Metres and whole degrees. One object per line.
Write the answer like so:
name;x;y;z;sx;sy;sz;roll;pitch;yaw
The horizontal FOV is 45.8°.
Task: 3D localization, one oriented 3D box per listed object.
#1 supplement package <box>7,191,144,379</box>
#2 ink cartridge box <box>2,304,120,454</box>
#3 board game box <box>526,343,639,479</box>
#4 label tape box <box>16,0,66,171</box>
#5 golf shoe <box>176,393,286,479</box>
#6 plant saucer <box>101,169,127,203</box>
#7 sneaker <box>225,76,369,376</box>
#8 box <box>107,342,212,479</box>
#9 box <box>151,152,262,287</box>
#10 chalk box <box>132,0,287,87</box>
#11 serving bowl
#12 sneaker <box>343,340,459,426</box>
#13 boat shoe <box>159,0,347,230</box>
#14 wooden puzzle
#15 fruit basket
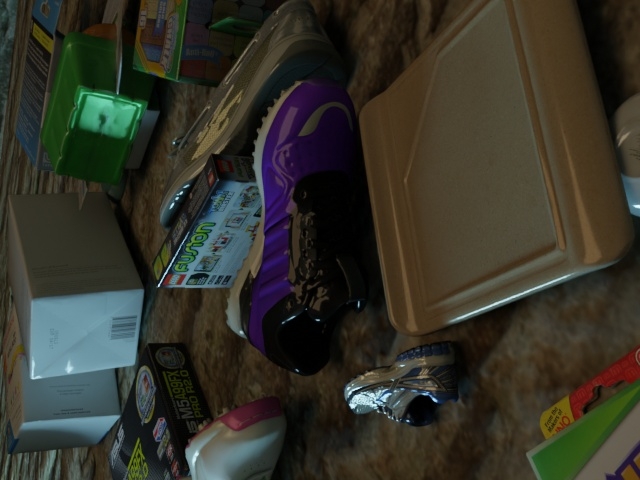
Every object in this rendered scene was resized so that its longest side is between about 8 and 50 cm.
supplement package;-0.431;0.065;1.307;0.293;0.175;0.177;55;140;44
ink cartridge box;-0.486;0.250;1.403;0.171;0.168;0.232;-49;48;46
board game box;0.208;0.192;0.424;0.124;0.039;0.259;-53;43;41
label tape box;-0.552;-0.345;1.608;0.249;0.115;0.347;40;119;51
golf shoe;-0.091;0.286;0.844;0.140;0.115;0.306;58;142;28
plant saucer;-0.389;-0.128;1.413;0.119;0.021;0.119;-8;81;57
sneaker;0.001;0.000;0.718;0.146;0.102;0.293;41;127;47
box;-0.231;0.317;1.093;0.216;0.060;0.270;59;135;41
box;-0.106;-0.015;0.863;0.207;0.114;0.036;-52;46;43
chalk box;-0.119;-0.245;0.885;0.213;0.132;0.132;31;114;56
serving bowl;0.200;-0.054;0.457;0.083;0.027;0.083;-9;80;57
sneaker;0.066;0.132;0.639;0.135;0.052;0.058;-42;58;50
boat shoe;-0.088;-0.121;0.847;0.320;0.118;0.103;-50;45;39
wooden puzzle;0.116;-0.057;0.567;0.239;0.044;0.220;-34;60;57
fruit basket;-0.367;-0.279;1.306;0.353;0.166;0.327;-98;30;-46
